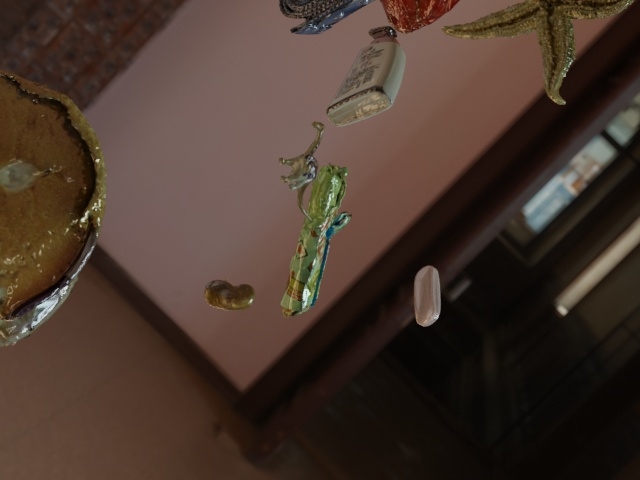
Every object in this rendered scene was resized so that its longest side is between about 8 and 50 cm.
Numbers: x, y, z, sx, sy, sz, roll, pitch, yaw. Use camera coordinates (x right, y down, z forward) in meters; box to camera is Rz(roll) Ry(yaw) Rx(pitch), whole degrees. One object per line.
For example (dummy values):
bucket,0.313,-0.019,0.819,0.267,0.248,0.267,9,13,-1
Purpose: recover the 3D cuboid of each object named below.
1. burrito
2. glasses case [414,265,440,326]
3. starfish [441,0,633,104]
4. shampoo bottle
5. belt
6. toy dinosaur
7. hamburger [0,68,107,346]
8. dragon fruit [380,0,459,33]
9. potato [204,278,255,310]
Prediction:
burrito,0.000,0.000,2.188,0.054,0.288,0.104,24,20,29
glasses case,0.129,0.067,1.543,0.021,0.032,0.083,33,40,-33
starfish,0.400,-0.438,2.246,0.358,0.347,0.078,51,22,27
shampoo bottle,0.114,-0.363,2.675,0.071,0.153,0.284,51,39,-27
belt,0.038,-0.453,2.209,0.128,0.218,0.122,-16,82,-58
toy dinosaur,-0.028,-0.083,1.609,0.180,0.058,0.037,105,-31,-58
hamburger,-0.393,-0.059,1.462,0.318,0.277,0.195,43,-22,-2
dragon fruit,0.090,-0.264,1.236,0.106,0.162,0.083,41,51,-16
potato,-0.141,0.085,1.944,0.092,0.045,0.046,8,19,28
